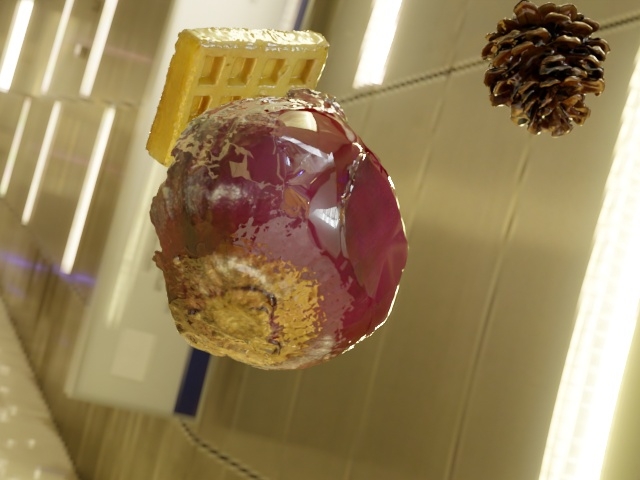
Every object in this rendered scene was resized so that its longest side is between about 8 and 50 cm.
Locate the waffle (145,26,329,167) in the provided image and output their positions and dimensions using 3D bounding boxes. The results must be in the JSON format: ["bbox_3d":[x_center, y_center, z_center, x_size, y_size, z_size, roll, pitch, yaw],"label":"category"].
[{"bbox_3d":[-0.124,-0.216,1.960,0.055,0.248,0.221,54,-45,37],"label":"waffle"}]

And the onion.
[{"bbox_3d":[-0.011,-0.024,0.863,0.195,0.140,0.218,70,33,-41],"label":"onion"}]

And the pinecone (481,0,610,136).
[{"bbox_3d":[0.276,-0.205,1.584,0.173,0.173,0.173,-164,-90,-71],"label":"pinecone"}]
